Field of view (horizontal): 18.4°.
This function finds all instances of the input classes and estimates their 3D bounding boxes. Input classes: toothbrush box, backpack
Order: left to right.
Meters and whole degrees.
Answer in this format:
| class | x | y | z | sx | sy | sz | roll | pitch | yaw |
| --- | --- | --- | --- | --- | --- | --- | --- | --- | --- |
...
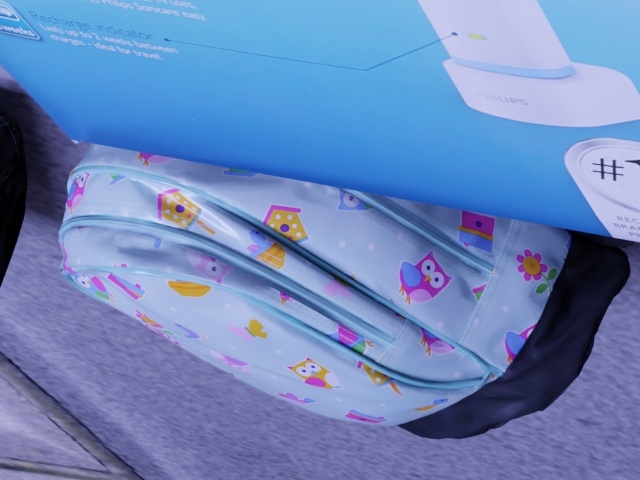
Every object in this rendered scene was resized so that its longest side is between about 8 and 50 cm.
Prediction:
| class | x | y | z | sx | sy | sz | roll | pitch | yaw |
| --- | --- | --- | --- | --- | --- | --- | --- | --- | --- |
| toothbrush box | -0.017 | -0.131 | 0.395 | 0.216 | 0.126 | 0.295 | 11 | 157 | 33 |
| backpack | 0.000 | 0.000 | 0.711 | 0.182 | 0.115 | 0.152 | 29 | 156 | -19 |

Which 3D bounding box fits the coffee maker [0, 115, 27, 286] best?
| class | x | y | z | sx | sy | sz | roll | pitch | yaw |
| --- | --- | --- | --- | --- | --- | --- | --- | --- | --- |
| coffee maker | -0.219 | -0.020 | 0.841 | 0.178 | 0.120 | 0.171 | 17 | 179 | 2 |
